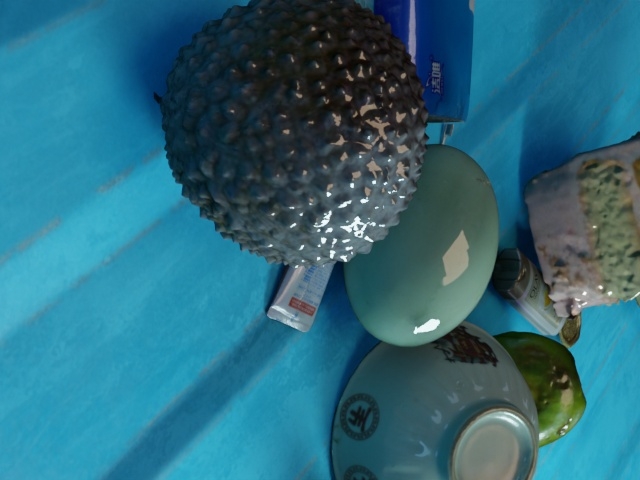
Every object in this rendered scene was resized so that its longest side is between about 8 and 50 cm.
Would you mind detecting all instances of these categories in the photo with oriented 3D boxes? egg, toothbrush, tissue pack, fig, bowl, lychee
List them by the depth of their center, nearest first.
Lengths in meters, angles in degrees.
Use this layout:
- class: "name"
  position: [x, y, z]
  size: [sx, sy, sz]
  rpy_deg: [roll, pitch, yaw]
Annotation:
- class: "lychee"
  position: [-0.024, -0.113, 1.080]
  size: [0.300, 0.300, 0.300]
  rpy_deg: [-9, 101, -53]
- class: "tissue pack"
  position: [0.118, -0.292, 1.365]
  size: [0.209, 0.137, 0.269]
  rpy_deg: [0, 95, -52]
- class: "egg"
  position: [0.135, 0.004, 1.367]
  size: [0.203, 0.203, 0.282]
  rpy_deg: [37, 69, -49]
- class: "bowl"
  position: [0.196, 0.284, 1.416]
  size: [0.337, 0.157, 0.337]
  rpy_deg: [-3, 96, -26]
- class: "toothbrush"
  position: [0.182, -0.103, 1.579]
  size: [0.014, 0.017, 0.162]
  rpy_deg: [18, 84, -48]
- class: "fig"
  position: [0.323, 0.248, 1.694]
  size: [0.275, 0.206, 0.206]
  rpy_deg: [58, 40, -85]

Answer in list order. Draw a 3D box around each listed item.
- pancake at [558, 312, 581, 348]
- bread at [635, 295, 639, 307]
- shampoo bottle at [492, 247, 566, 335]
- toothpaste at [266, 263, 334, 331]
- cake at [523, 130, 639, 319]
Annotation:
- class: "pancake"
  position: [0.495, 0.161, 2.030]
  size: [0.115, 0.011, 0.115]
  rpy_deg: [-7, 99, -51]
- class: "bread"
  position: [0.779, 0.078, 2.271]
  size: [0.314, 0.171, 0.192]
  rpy_deg: [33, 64, -49]
- class: "shampoo bottle"
  position: [0.375, 0.094, 1.824]
  size: [0.227, 0.056, 0.086]
  rpy_deg: [38, 59, -48]
- class: "toothpaste"
  position: [0.000, 0.000, 1.318]
  size: [0.089, 0.057, 0.234]
  rpy_deg: [29, 77, -49]
- class: "cake"
  position: [0.568, -0.048, 1.822]
  size: [0.314, 0.307, 0.293]
  rpy_deg: [-12, 83, -51]
